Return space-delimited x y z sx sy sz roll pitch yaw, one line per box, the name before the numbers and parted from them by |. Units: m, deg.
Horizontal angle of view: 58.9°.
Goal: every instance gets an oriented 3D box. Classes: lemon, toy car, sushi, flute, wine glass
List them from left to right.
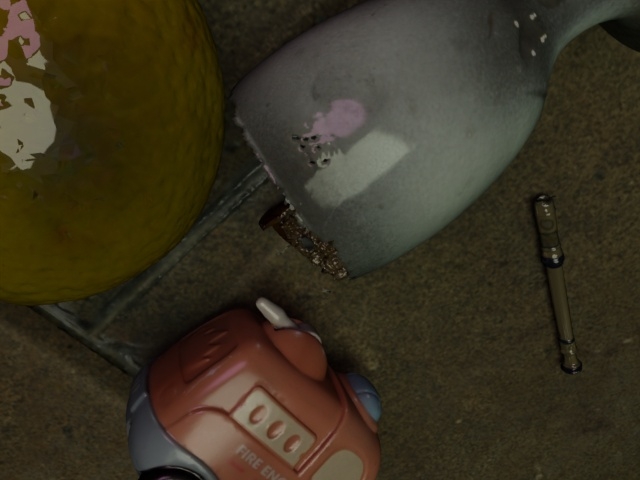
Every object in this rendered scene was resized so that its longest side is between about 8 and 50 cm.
lemon | -0.188 -0.090 0.389 0.267 0.267 0.267 -3 114 -6
toy car | -0.052 0.193 0.578 0.212 0.180 0.270 -42 112 1
sushi | 0.000 0.000 0.558 0.120 0.055 0.052 39 98 -23
wine glass | 0.102 -0.125 0.434 0.357 0.190 0.190 -35 114 5
flute | 0.266 0.055 0.634 0.027 0.027 0.233 -20 115 1
